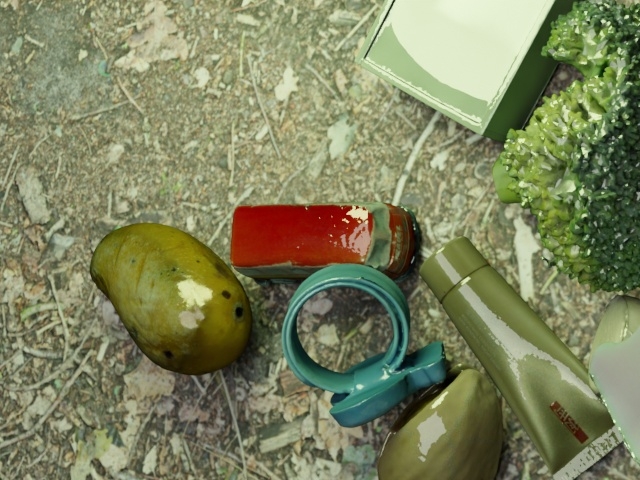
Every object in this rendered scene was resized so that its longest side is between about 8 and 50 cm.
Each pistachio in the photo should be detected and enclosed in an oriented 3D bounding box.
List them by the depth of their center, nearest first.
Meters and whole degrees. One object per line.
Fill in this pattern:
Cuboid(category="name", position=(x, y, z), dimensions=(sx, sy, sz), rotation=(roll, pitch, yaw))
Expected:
Cuboid(category="pistachio", position=(0.158, 0.275, 1.952), dimensions=(0.153, 0.138, 0.238), rotation=(15, 98, -11))

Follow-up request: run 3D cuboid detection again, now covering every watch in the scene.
Cuboid(category="watch", position=(0.051, 0.127, 1.970), dimensions=(0.211, 0.211, 0.193), rotation=(-24, 99, 26))

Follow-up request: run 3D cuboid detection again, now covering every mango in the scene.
Cuboid(category="mango", position=(-0.221, 0.075, 2.190), dimensions=(0.176, 0.175, 0.329), rotation=(-39, 44, -4))

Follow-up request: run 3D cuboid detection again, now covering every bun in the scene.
Cuboid(category="bun", position=(0.394, 0.140, 1.845), dimensions=(0.094, 0.138, 0.138), rotation=(15, 92, -6))

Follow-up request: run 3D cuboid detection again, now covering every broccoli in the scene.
Cuboid(category="broccoli", position=(0.328, -0.119, 1.833), dimensions=(0.302, 0.249, 0.375), rotation=(-6, 86, 27))

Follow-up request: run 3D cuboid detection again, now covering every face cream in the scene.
Cuboid(category="face cream", position=(0.261, 0.148, 1.944), dimensions=(0.137, 0.084, 0.341), rotation=(-42, 73, 17))

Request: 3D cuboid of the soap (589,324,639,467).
Cuboid(category="soap", position=(0.452, 0.183, 1.609), dimensions=(0.156, 0.446, 0.261), rotation=(-47, 64, 16))

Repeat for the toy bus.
Cuboid(category="toy bus", position=(0.000, 0.000, 2.083), dimensions=(0.265, 0.120, 0.121), rotation=(0, 81, 29))

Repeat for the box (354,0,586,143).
Cuboid(category="box", position=(0.206, -0.279, 1.999), dimensions=(0.225, 0.117, 0.225), rotation=(34, 102, 28))
